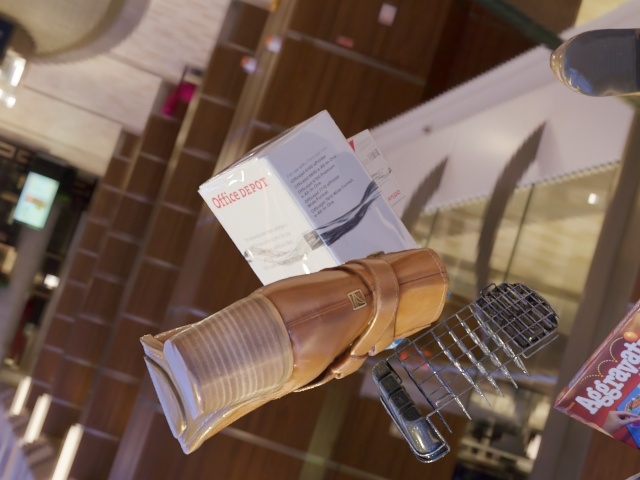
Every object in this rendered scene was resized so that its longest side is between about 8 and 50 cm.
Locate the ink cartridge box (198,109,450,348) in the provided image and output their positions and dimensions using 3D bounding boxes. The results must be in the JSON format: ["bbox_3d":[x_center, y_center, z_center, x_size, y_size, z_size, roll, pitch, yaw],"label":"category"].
[{"bbox_3d":[0.000,0.000,1.585,0.307,0.129,0.223,55,152,-9],"label":"ink cartridge box"}]

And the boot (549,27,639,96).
[{"bbox_3d":[0.434,-0.219,1.418,0.305,0.112,0.115,3,-172,-5],"label":"boot"}]

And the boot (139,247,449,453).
[{"bbox_3d":[-0.029,0.079,0.953,0.220,0.109,0.283,-21,168,-19],"label":"boot"}]

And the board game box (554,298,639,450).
[{"bbox_3d":[0.432,0.173,1.510,0.145,0.027,0.281,27,138,3],"label":"board game box"}]

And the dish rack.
[{"bbox_3d":[0.208,0.169,1.613,0.074,0.271,0.208,56,179,-25],"label":"dish rack"}]

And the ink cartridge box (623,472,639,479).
[{"bbox_3d":[0.441,0.432,1.581,0.395,0.151,0.270,-19,178,-16],"label":"ink cartridge box"}]

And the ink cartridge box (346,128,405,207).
[{"bbox_3d":[0.078,-0.117,2.173,0.063,0.109,0.150,-22,102,47],"label":"ink cartridge box"}]
